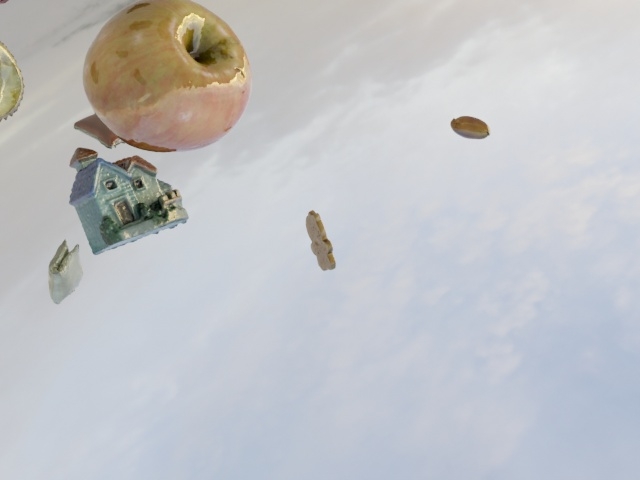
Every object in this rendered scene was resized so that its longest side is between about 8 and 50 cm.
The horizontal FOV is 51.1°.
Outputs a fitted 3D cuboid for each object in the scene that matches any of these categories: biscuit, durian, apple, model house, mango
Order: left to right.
[{"bbox_3d":[-0.597,-0.265,1.141,0.091,0.148,0.189,-5,-120,25],"label":"durian"},{"bbox_3d":[-0.588,-0.157,1.990,0.294,0.330,0.251,-25,-179,-38],"label":"model house"},{"bbox_3d":[-0.383,-0.399,1.666,0.346,0.391,0.391,-33,-158,38],"label":"apple"},{"bbox_3d":[0.000,0.000,2.416,0.036,0.226,0.166,-20,-179,-21],"label":"biscuit"},{"bbox_3d":[0.455,-0.339,2.030,0.127,0.063,0.077,19,-139,19],"label":"mango"}]

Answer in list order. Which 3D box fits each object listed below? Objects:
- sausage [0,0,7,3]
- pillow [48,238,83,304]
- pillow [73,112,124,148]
[{"bbox_3d":[-0.650,-0.485,1.284,0.141,0.076,0.076,8,-134,34],"label":"sausage"},{"bbox_3d":[-0.796,0.099,2.083,0.181,0.077,0.134,109,-2,-46],"label":"pillow"},{"bbox_3d":[-0.627,-0.344,2.023,0.179,0.075,0.171,27,-131,27],"label":"pillow"}]
